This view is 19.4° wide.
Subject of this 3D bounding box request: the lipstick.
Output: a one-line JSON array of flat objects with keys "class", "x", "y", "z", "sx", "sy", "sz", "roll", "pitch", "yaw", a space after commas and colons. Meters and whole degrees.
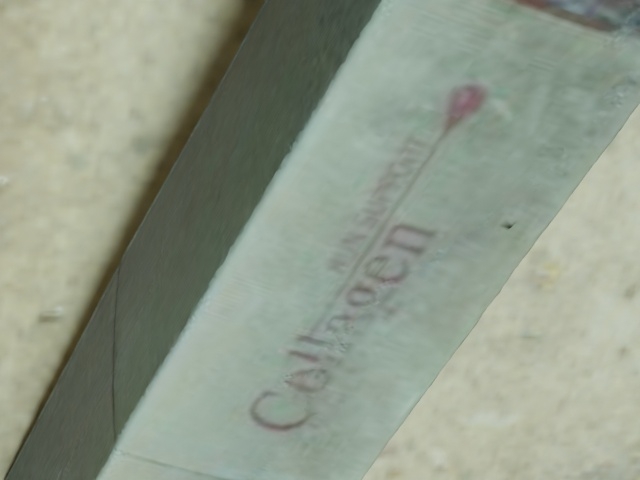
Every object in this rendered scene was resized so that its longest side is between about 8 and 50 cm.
[{"class": "lipstick", "x": 0.000, "y": 0.000, "z": 0.522, "sx": 0.076, "sy": 0.079, "sz": 0.371, "roll": 16, "pitch": 130, "yaw": -20}]
